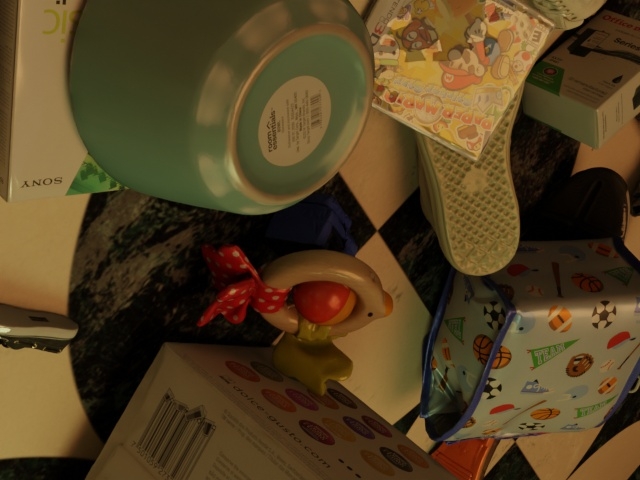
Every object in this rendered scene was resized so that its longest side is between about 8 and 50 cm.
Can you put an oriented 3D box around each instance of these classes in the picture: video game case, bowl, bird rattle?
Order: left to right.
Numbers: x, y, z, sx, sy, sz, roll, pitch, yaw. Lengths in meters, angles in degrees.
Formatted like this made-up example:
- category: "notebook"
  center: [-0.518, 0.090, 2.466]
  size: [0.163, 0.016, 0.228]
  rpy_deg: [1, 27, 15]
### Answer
- category: "bowl"
  center: [-0.065, -0.150, 0.827]
  size: [0.311, 0.163, 0.312]
  rpy_deg: [-28, 135, -32]
- category: "bird rattle"
  center: [-0.025, 0.068, 1.089]
  size: [0.206, 0.143, 0.253]
  rpy_deg: [-24, 127, 25]
- category: "video game case"
  center: [0.159, -0.239, 1.083]
  size: [0.227, 0.026, 0.206]
  rpy_deg: [25, 102, -18]

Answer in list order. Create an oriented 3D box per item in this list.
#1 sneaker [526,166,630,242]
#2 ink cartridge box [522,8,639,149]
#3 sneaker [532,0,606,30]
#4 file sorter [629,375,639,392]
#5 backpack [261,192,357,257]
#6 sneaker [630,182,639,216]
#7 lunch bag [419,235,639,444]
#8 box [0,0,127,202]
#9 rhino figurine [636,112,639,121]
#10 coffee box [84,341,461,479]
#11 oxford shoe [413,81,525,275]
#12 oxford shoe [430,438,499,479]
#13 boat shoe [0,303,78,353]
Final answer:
- category: "sneaker"
  center: [0.528, 0.025, 1.676]
  size: [0.257, 0.169, 0.448]
  rpy_deg: [-33, 140, -43]
- category: "ink cartridge box"
  center: [0.446, -0.261, 1.343]
  size: [0.208, 0.153, 0.087]
  rpy_deg: [-40, 138, -17]
- category: "sneaker"
  center: [0.342, -0.349, 1.195]
  size: [0.290, 0.106, 0.123]
  rpy_deg: [-20, 134, -45]
- category: "file sorter"
  center: [0.604, 0.264, 1.871]
  size: [0.277, 0.193, 0.173]
  rpy_deg: [-23, 136, -31]
- category: "backpack"
  center: [0.000, 0.000, 1.143]
  size: [0.101, 0.098, 0.120]
  rpy_deg: [-60, 143, -22]
- category: "sneaker"
  center: [0.766, -0.134, 1.808]
  size: [0.236, 0.130, 0.323]
  rpy_deg: [-27, -174, 25]
- category: "lunch bag"
  center: [0.364, 0.191, 1.469]
  size: [0.327, 0.239, 0.386]
  rpy_deg: [-2, 125, -15]
- category: "box"
  center: [-0.197, -0.199, 0.827]
  size: [0.232, 0.058, 0.322]
  rpy_deg: [-12, 128, -40]
- category: "rhino figurine"
  center: [0.664, -0.239, 1.620]
  size: [0.243, 0.106, 0.073]
  rpy_deg: [32, 61, -50]
- category: "coffee box"
  center: [-0.079, 0.367, 1.117]
  size: [0.338, 0.337, 0.334]
  rpy_deg: [-59, 151, 8]
- category: "oxford shoe"
  center: [0.201, -0.165, 1.206]
  size: [0.169, 0.130, 0.450]
  rpy_deg: [-11, 117, -3]
- category: "oxford shoe"
  center: [0.310, 0.465, 1.785]
  size: [0.132, 0.130, 0.364]
  rpy_deg: [6, 115, -53]
- category: "boat shoe"
  center: [-0.331, 0.101, 0.931]
  size: [0.142, 0.049, 0.040]
  rpy_deg: [18, 105, -52]
